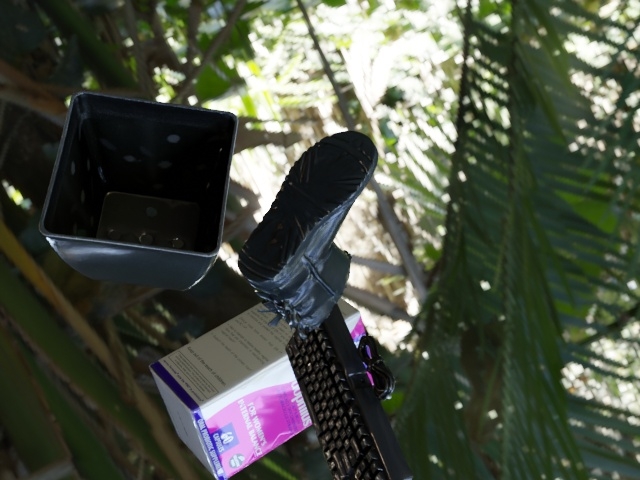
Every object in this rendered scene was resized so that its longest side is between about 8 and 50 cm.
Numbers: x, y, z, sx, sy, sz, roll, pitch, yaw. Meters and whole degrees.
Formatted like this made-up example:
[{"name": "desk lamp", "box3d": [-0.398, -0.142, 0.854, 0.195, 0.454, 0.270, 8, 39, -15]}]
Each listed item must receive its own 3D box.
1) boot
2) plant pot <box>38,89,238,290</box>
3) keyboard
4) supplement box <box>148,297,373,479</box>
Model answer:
[{"name": "boot", "box3d": [0.001, 0.000, 0.573, 0.121, 0.045, 0.099, -53, 154, -10]}, {"name": "plant pot", "box3d": [-0.204, -0.038, 1.051, 0.188, 0.187, 0.167, 8, 151, -6]}, {"name": "keyboard", "box3d": [0.019, 0.123, 0.713, 0.023, 0.180, 0.108, 10, 129, -34]}, {"name": "supplement box", "box3d": [-0.061, 0.151, 1.029, 0.220, 0.111, 0.114, -30, -145, -22]}]
